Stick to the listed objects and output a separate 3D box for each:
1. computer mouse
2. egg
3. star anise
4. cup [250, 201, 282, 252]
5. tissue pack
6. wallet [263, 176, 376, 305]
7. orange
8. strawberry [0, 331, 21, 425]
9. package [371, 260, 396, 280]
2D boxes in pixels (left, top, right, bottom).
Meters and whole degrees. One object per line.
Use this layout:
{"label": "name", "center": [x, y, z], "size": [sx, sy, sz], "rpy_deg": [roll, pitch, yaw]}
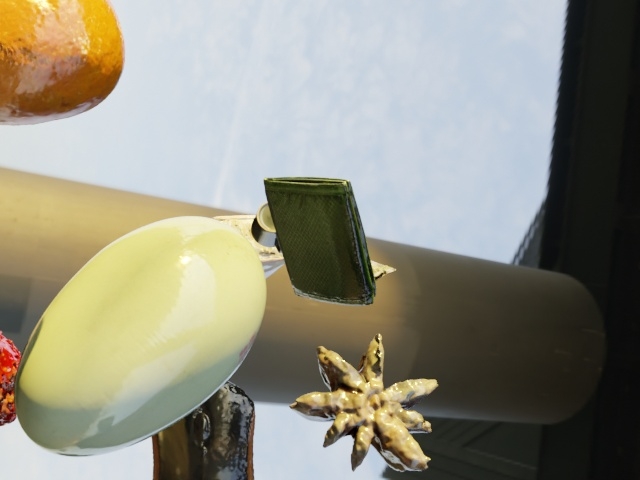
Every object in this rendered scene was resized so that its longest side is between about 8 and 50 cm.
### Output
{"label": "computer mouse", "center": [-0.201, 0.391, 1.543], "size": [0.116, 0.183, 0.323], "rpy_deg": [-150, -120, -78]}
{"label": "egg", "center": [-0.219, 0.117, 1.119], "size": [0.371, 0.230, 0.230], "rpy_deg": [-46, -167, -33]}
{"label": "star anise", "center": [0.077, 0.250, 1.341], "size": [0.236, 0.229, 0.093], "rpy_deg": [59, -24, 23]}
{"label": "cup", "center": [-0.092, -0.024, 1.789], "size": [0.100, 0.078, 0.077], "rpy_deg": [64, -16, 13]}
{"label": "tissue pack", "center": [-0.216, 0.044, 2.010], "size": [0.271, 0.201, 0.124], "rpy_deg": [-33, -113, 51]}
{"label": "wallet", "center": [0.001, -0.002, 1.474], "size": [0.160, 0.055, 0.236], "rpy_deg": [3, -57, 28]}
{"label": "orange", "center": [-0.324, -0.216, 0.964], "size": [0.224, 0.224, 0.170], "rpy_deg": [36, -49, 56]}
{"label": "strawberry", "center": [-0.550, 0.222, 1.413], "size": [0.184, 0.201, 0.187], "rpy_deg": [-35, -134, 3]}
{"label": "package", "center": [0.057, 0.051, 1.865], "size": [0.173, 0.171, 0.027], "rpy_deg": [12, -79, 20]}
